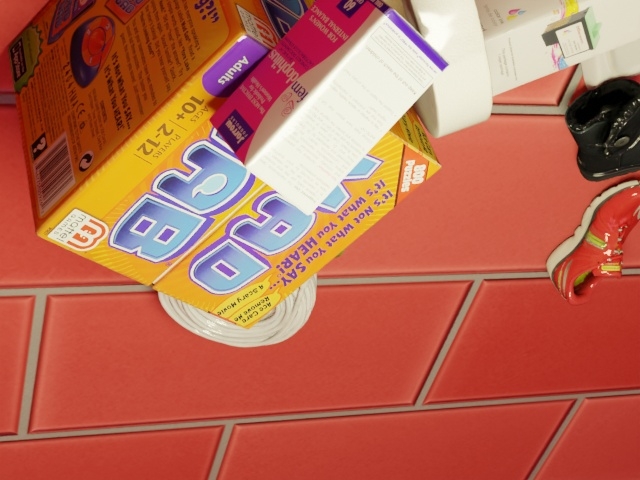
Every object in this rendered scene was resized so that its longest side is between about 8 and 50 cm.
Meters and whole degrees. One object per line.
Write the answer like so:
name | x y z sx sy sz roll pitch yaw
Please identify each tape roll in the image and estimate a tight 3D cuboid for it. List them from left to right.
tape roll | 0.109 -0.314 1.517 0.072 0.392 0.392 -20 140 0

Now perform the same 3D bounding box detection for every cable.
cable | -0.133 0.068 2.020 0.257 0.089 0.257 8 139 4

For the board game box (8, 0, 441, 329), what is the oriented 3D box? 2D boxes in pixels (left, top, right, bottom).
board game box | -0.133 -0.173 1.596 0.356 0.357 0.356 -40 135 23

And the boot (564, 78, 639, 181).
boot | 0.521 -0.191 2.015 0.246 0.094 0.207 -18 155 8

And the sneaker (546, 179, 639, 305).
sneaker | 0.520 0.010 2.248 0.107 0.118 0.279 6 133 -28

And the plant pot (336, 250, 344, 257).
plant pot | 0.000 0.000 2.067 0.079 0.083 0.083 8 133 -45

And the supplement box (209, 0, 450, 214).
supplement box | 0.007 -0.155 1.319 0.220 0.111 0.114 -48 132 8

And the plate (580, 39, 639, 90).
plate | 0.518 -0.359 1.896 0.277 0.045 0.278 -24 140 4

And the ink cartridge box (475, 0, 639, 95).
ink cartridge box | 0.288 -0.333 1.707 0.278 0.201 0.117 -21 142 1
